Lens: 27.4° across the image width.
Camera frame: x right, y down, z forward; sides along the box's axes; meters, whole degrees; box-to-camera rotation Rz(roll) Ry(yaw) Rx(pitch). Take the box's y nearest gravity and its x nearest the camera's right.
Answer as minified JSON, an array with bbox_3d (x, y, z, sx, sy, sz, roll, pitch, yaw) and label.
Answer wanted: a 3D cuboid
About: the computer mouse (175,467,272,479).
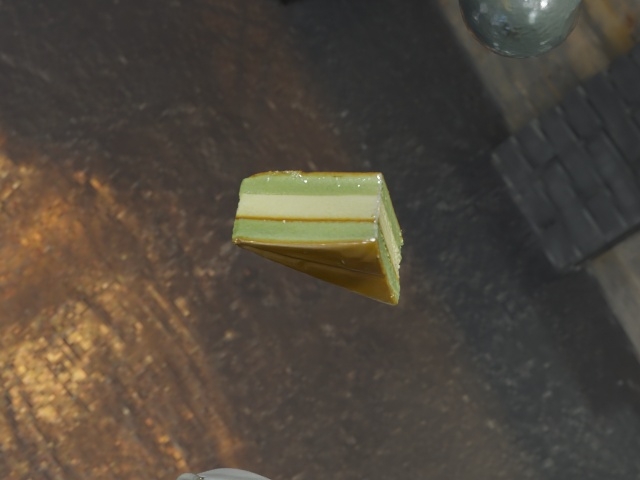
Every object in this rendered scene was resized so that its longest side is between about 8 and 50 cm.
[{"bbox_3d":[-0.117,0.389,1.806,0.296,0.121,0.184,26,35,36],"label":"computer mouse"}]

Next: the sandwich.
[{"bbox_3d":[0.000,0.000,1.607,0.144,0.187,0.117,78,16,-52],"label":"sandwich"}]

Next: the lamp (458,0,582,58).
[{"bbox_3d":[0.308,-0.386,1.925,0.182,0.182,0.314,45,37,-11],"label":"lamp"}]
